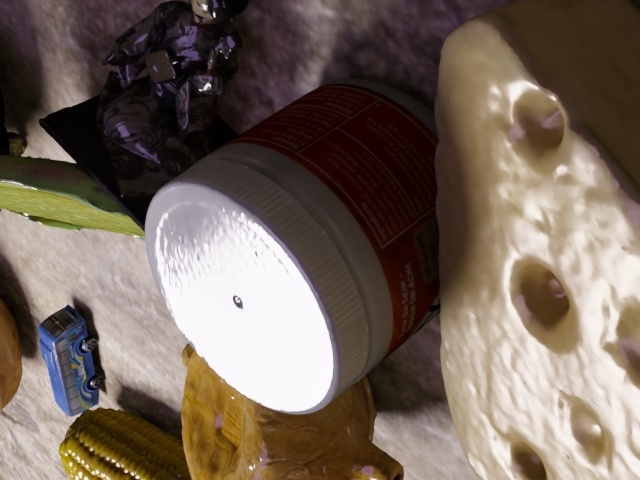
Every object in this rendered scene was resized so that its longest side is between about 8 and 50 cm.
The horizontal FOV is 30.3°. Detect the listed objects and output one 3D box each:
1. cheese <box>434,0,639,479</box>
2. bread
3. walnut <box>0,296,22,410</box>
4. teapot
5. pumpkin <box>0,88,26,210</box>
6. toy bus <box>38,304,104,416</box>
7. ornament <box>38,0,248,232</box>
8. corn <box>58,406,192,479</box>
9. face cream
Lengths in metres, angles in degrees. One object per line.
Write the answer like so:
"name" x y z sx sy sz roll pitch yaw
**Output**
"cheese" 0.206 0.066 0.712 0.384 0.104 0.384 49 152 39
"bread" -0.246 -0.040 1.114 0.301 0.301 0.045 1 78 48
"walnut" -0.500 0.147 1.594 0.195 0.195 0.222 30 141 30
"teapot" -0.027 0.159 1.102 0.311 0.167 0.203 31 114 56
"pumpkin" -0.425 -0.105 1.291 0.250 0.216 0.250 11 103 54
"toy bus" -0.317 0.155 1.498 0.051 0.061 0.153 34 142 34
"ornament" -0.111 -0.143 0.961 0.166 0.153 0.196 42 133 16
"corn" -0.180 0.300 1.415 0.363 0.120 0.120 23 134 36
"face cream" 0.000 0.000 0.895 0.201 0.187 0.201 29 138 30
